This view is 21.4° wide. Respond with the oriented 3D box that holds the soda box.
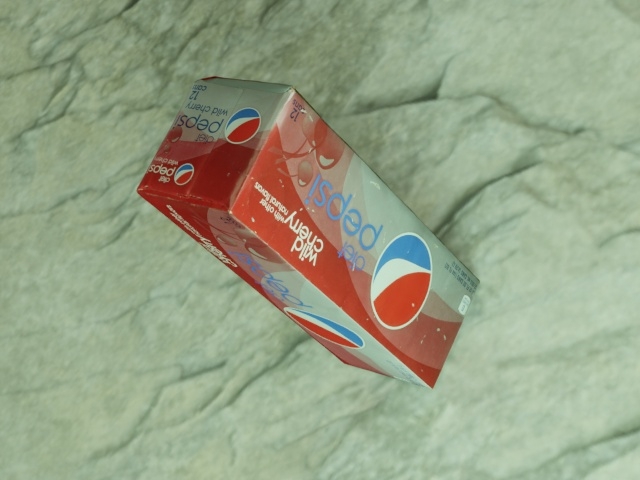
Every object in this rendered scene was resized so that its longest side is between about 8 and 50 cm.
[{"bbox_3d":[0.000,0.000,1.102,0.083,0.263,0.092,13,70,40],"label":"soda box"}]
